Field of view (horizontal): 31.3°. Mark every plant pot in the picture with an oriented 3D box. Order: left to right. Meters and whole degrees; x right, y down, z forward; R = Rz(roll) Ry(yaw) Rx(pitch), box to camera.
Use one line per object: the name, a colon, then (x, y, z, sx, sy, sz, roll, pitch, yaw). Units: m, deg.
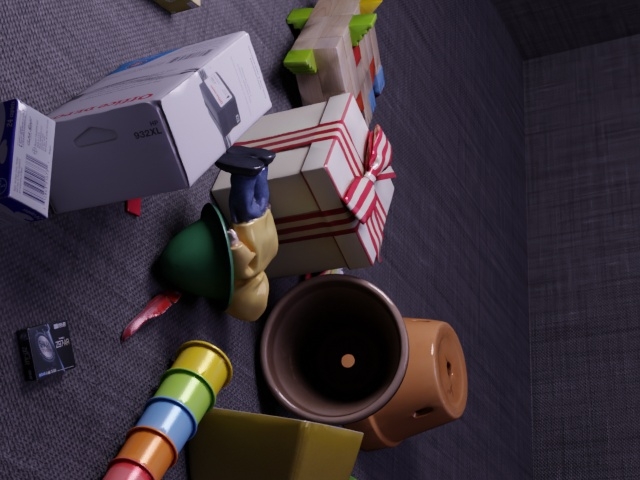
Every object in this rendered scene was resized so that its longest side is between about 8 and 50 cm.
plant pot: (-0.080, 0.369, 1.772, 0.212, 0.212, 0.187, 27, 70, -60)
plant pot: (0.038, 0.209, 2.062, 0.229, 0.263, 0.263, 57, 29, -74)
plant pot: (0.175, 0.277, 2.344, 0.291, 0.203, 0.291, -11, 90, -67)

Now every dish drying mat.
dish drying mat: (-0.282, -0.079, 1.721, 0.032, 0.008, 0.083, 30, 55, -58)

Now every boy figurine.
boy figurine: (-0.119, -0.008, 1.847, 0.177, 0.092, 0.285, -53, 150, -60)

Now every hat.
hat: (-0.240, 0.040, 1.746, 0.208, 0.184, 0.173, -161, -115, -69)

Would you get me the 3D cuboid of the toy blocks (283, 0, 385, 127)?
toy blocks: (0.045, -0.348, 2.374, 0.381, 0.191, 0.261, -68, 152, -51)

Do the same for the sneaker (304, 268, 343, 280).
sneaker: (0.000, 0.000, 2.218, 0.094, 0.081, 0.208, 17, 66, -61)

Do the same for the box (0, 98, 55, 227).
box: (-0.388, -0.083, 1.332, 0.072, 0.137, 0.126, 34, 51, -56)

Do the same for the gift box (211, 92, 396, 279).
gift box: (-0.001, -0.086, 2.035, 0.276, 0.258, 0.255, 59, 32, -37)

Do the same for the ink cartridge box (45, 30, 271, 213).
ink cartridge box: (-0.233, -0.169, 1.599, 0.307, 0.223, 0.129, -54, 130, -58)

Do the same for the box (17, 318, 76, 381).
box: (-0.352, 0.140, 1.468, 0.083, 0.018, 0.067, -11, 91, -66)

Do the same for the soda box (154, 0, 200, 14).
soda box: (-0.264, -0.431, 1.835, 0.181, 0.058, 0.061, 28, 56, -61)

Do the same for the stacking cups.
stacking cups: (-0.221, 0.268, 1.611, 0.096, 0.096, 0.316, 68, 27, -24)

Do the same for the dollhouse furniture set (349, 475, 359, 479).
dollhouse furniture set: (-0.020, 0.554, 1.980, 0.197, 0.151, 0.301, -42, 139, -39)
